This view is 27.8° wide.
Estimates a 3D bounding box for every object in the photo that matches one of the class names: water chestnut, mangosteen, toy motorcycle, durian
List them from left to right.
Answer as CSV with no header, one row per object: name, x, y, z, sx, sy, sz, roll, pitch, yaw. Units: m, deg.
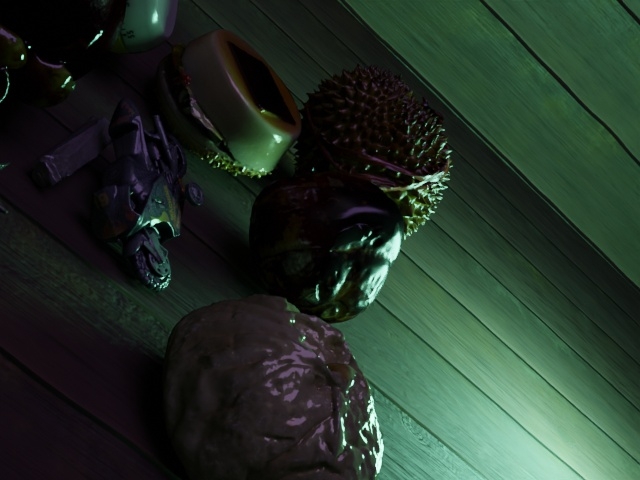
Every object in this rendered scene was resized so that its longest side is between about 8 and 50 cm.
mangosteen,-0.447,-0.333,1.885,0.307,0.307,0.347,37,56,-28
toy motorcycle,-0.275,-0.072,1.986,0.173,0.108,0.307,41,36,-40
water chestnut,0.000,0.000,2.238,0.289,0.289,0.244,31,-3,-38
durian,0.095,-0.162,2.521,0.347,0.347,0.384,-104,178,-47

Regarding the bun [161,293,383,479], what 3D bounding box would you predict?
bun,-0.050,0.227,1.797,0.352,0.227,0.349,58,22,14

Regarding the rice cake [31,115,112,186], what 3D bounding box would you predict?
rice cake,-0.378,-0.140,1.999,0.270,0.049,0.055,-64,133,-66

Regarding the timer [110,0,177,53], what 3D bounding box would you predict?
timer,-0.398,-0.460,2.274,0.285,0.285,0.285,40,24,-22

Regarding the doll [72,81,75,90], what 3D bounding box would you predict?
doll,-0.454,-0.303,2.092,0.150,0.077,0.115,38,12,2

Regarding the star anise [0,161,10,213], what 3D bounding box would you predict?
star anise,-0.487,-0.098,1.713,0.182,0.065,0.195,40,20,-34

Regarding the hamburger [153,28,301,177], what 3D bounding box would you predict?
hamburger,-0.173,-0.250,2.403,0.302,0.170,0.302,45,22,-24

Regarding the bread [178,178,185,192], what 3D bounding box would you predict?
bread,-0.271,-0.101,2.142,0.110,0.044,0.083,34,28,-39
